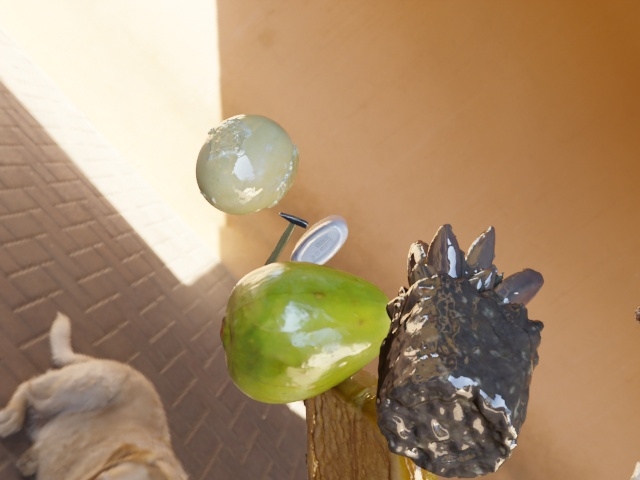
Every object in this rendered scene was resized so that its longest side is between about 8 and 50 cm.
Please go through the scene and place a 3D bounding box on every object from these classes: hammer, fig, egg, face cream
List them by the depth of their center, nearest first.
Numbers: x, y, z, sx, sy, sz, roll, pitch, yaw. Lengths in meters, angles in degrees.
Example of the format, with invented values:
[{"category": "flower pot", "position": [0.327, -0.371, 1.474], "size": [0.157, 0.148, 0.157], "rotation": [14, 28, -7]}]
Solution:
[{"category": "egg", "position": [-0.121, -0.123, 1.176], "size": [0.164, 0.164, 0.201], "rotation": [50, 38, -11]}, {"category": "fig", "position": [-0.023, 0.161, 1.332], "size": [0.258, 0.326, 0.258], "rotation": [171, -90, -81]}, {"category": "hammer", "position": [-0.095, 0.027, 1.467], "size": [0.062, 0.199, 0.013], "rotation": [25, 29, -12]}, {"category": "face cream", "position": [0.000, 0.000, 1.824], "size": [0.080, 0.163, 0.337], "rotation": [49, 4, -3]}]

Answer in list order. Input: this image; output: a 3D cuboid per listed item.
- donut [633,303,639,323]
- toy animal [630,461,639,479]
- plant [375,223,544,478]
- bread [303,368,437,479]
[{"category": "donut", "position": [0.660, 0.073, 1.290], "size": [0.085, 0.233, 0.199], "rotation": [38, -2, 20]}, {"category": "toy animal", "position": [0.706, 0.590, 1.533], "size": [0.193, 0.127, 0.179], "rotation": [26, 40, -27]}, {"category": "plant", "position": [0.166, 0.124, 0.874], "size": [0.181, 0.194, 0.321], "rotation": [26, 37, 2]}, {"category": "bread", "position": [0.112, 0.427, 1.402], "size": [0.328, 0.147, 0.337], "rotation": [20, -61, 50]}]
